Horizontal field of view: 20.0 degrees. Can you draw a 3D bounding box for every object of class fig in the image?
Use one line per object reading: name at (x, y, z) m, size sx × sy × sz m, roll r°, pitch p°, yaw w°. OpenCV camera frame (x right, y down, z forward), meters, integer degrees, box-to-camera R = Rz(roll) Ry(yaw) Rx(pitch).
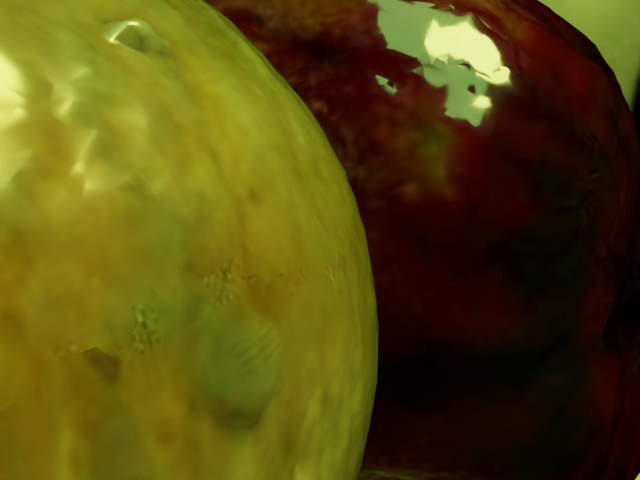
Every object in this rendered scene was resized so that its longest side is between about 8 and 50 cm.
fig at (0.006, -0.004, 0.618) m, size 0.263 × 0.224 × 0.224 m, roll 36°, pitch 22°, yaw 1°

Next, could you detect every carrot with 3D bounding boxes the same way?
carrot at (-0.149, 0.042, 0.393) m, size 0.224 × 0.224 × 0.341 m, roll 30°, pitch 32°, yaw 34°

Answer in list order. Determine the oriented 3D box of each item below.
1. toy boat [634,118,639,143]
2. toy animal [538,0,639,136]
toy boat at (0.000, 0.000, 0.794) m, size 0.299 × 0.092 × 0.134 m, roll -2°, pitch -10°, yaw -22°
toy animal at (0.215, -0.065, 0.930) m, size 0.251 × 0.250 × 0.310 m, roll -1°, pitch 9°, yaw -38°
